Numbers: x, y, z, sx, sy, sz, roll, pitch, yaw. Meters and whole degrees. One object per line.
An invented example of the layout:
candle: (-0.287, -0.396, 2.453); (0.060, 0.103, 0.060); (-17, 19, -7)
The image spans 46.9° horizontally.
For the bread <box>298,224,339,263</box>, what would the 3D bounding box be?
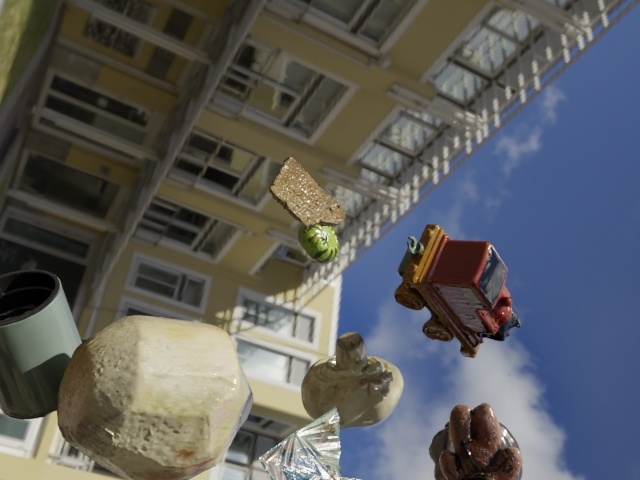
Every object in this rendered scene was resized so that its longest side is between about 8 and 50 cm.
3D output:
bread: (0.000, 0.000, 2.097); (0.071, 0.139, 0.130); (-23, -174, 33)

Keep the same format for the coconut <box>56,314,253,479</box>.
coconut: (-0.323, 0.336, 1.545); (0.415, 0.416, 0.344); (180, -76, -69)

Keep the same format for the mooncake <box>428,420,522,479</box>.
mooncake: (0.415, 0.591, 1.986); (0.133, 0.245, 0.244); (-45, -150, 52)

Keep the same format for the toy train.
toy train: (0.309, 0.110, 1.636); (0.232, 0.369, 0.163); (2, -126, 44)

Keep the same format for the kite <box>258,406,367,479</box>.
kite: (0.017, 0.466, 1.429); (0.011, 0.314, 0.335); (-47, -150, 40)

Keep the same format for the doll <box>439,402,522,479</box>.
doll: (0.366, 0.536, 1.708); (0.156, 0.201, 0.303); (2, 78, -70)

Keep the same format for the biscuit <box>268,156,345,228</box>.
biscuit: (-0.034, -0.100, 1.929); (0.026, 0.237, 0.131); (-12, -138, 47)

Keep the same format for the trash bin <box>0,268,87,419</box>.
trash bin: (-0.657, 0.229, 1.658); (0.277, 0.217, 0.262); (-42, 135, -45)

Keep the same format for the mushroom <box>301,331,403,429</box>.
mushroom: (0.074, 0.343, 1.849); (0.254, 0.260, 0.234); (6, -77, 35)
